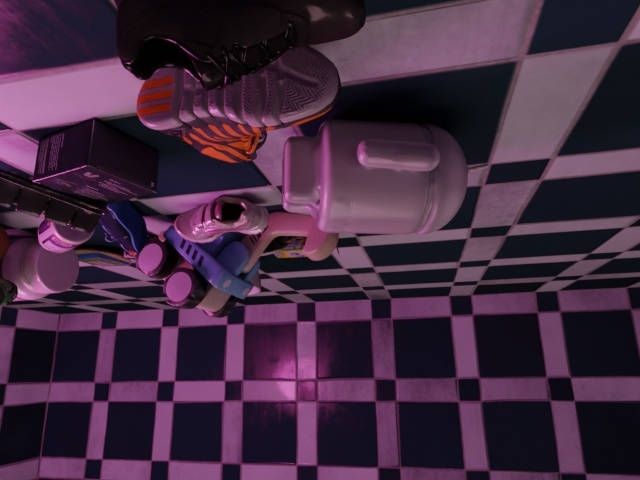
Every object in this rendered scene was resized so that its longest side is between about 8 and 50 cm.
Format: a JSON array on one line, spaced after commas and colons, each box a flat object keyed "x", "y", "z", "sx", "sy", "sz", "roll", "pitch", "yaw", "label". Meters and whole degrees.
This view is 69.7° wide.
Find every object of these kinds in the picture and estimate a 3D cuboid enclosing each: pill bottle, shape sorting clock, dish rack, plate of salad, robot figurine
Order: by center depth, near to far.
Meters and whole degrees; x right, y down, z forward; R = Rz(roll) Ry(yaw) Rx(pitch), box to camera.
[{"x": 0.108, "y": -0.112, "z": 0.831, "sx": 0.353, "sy": 0.200, "sz": 0.300, "roll": 1, "pitch": 174, "yaw": -5, "label": "robot figurine"}, {"x": -0.597, "y": -0.091, "z": 1.002, "sx": 0.208, "sy": 0.074, "sz": 0.271, "roll": 25, "pitch": 178, "yaw": -33, "label": "dish rack"}, {"x": -0.706, "y": -0.026, "z": 1.264, "sx": 0.108, "sy": 0.108, "sz": 0.193, "roll": 14, "pitch": 159, "yaw": -43, "label": "pill bottle"}, {"x": -0.204, "y": 0.015, "z": 1.495, "sx": 0.199, "sy": 0.048, "sz": 0.200, "roll": -5, "pitch": -168, "yaw": 1, "label": "plate of salad"}, {"x": -1.001, "y": 0.097, "z": 1.511, "sx": 0.360, "sy": 0.204, "sz": 0.204, "roll": -6, "pitch": 164, "yaw": 15, "label": "pill bottle"}, {"x": -0.807, "y": 0.061, "z": 1.696, "sx": 0.206, "sy": 0.041, "sz": 0.206, "roll": 3, "pitch": 166, "yaw": 1, "label": "shape sorting clock"}]

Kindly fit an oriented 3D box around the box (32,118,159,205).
[{"x": -0.427, "y": -0.143, "z": 0.888, "sx": 0.158, "sy": 0.093, "sz": 0.156, "roll": -7, "pitch": 164, "yaw": 26, "label": "box"}]

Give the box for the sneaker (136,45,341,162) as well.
[{"x": -0.099, "y": -0.199, "z": 0.698, "sx": 0.320, "sy": 0.125, "sz": 0.180, "roll": 4, "pitch": 172, "yaw": 25, "label": "sneaker"}]

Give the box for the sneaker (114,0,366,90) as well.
[{"x": -0.091, "y": -0.232, "z": 0.522, "sx": 0.286, "sy": 0.130, "sz": 0.109, "roll": -3, "pitch": 162, "yaw": 3, "label": "sneaker"}]

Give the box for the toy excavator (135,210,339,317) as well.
[{"x": -0.228, "y": 0.021, "z": 1.303, "sx": 0.432, "sy": 0.445, "sz": 0.222, "roll": 36, "pitch": 178, "yaw": 27, "label": "toy excavator"}]

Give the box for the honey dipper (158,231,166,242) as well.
[{"x": -0.508, "y": 0.003, "z": 1.535, "sx": 0.030, "sy": 0.031, "sz": 0.161, "roll": 1, "pitch": 168, "yaw": -7, "label": "honey dipper"}]

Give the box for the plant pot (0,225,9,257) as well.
[{"x": -0.955, "y": 0.007, "z": 1.210, "sx": 0.236, "sy": 0.237, "sz": 0.254, "roll": 1, "pitch": 179, "yaw": -5, "label": "plant pot"}]

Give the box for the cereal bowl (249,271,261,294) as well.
[{"x": -0.395, "y": 0.124, "z": 1.758, "sx": 0.338, "sy": 0.141, "sz": 0.339, "roll": -1, "pitch": 165, "yaw": 0, "label": "cereal bowl"}]

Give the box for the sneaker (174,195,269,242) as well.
[{"x": -0.268, "y": -0.065, "z": 1.191, "sx": 0.252, "sy": 0.103, "sz": 0.111, "roll": -10, "pitch": 159, "yaw": 9, "label": "sneaker"}]

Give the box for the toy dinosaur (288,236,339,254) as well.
[{"x": 0.000, "y": 0.000, "z": 1.520, "sx": 0.211, "sy": 0.064, "sz": 0.112, "roll": 16, "pitch": 177, "yaw": -22, "label": "toy dinosaur"}]

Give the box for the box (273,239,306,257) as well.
[{"x": -0.100, "y": 0.030, "z": 1.625, "sx": 0.179, "sy": 0.043, "sz": 0.105, "roll": -2, "pitch": 165, "yaw": 9, "label": "box"}]

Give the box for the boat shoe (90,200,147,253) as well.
[{"x": -0.541, "y": -0.052, "z": 1.243, "sx": 0.088, "sy": 0.109, "sz": 0.258, "roll": 6, "pitch": 148, "yaw": 1, "label": "boat shoe"}]

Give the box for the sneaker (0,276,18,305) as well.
[{"x": -1.062, "y": 0.134, "z": 1.333, "sx": 0.343, "sy": 0.134, "sz": 0.146, "roll": 17, "pitch": 175, "yaw": -1, "label": "sneaker"}]

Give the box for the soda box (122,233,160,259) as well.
[{"x": -0.605, "y": 0.023, "z": 1.549, "sx": 0.060, "sy": 0.053, "sz": 0.168, "roll": 14, "pitch": 158, "yaw": -43, "label": "soda box"}]
